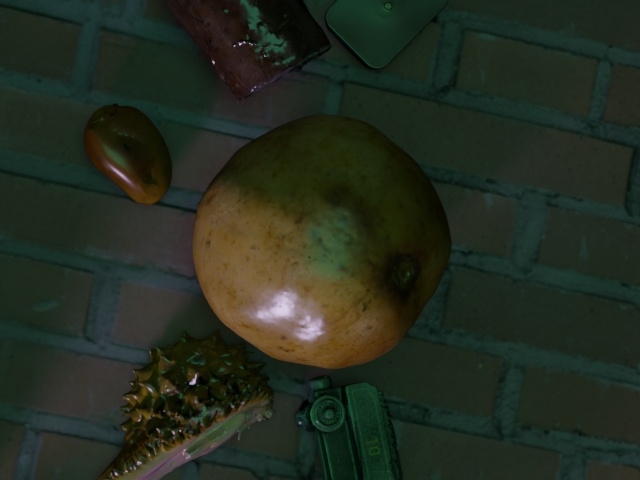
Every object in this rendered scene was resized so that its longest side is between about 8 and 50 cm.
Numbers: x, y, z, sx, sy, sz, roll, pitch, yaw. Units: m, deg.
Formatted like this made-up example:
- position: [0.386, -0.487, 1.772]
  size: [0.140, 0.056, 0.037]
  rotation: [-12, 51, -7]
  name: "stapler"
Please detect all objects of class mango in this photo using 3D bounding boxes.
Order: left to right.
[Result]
- position: [-0.201, -0.091, 1.767]
  size: [0.080, 0.060, 0.114]
  rotation: [-30, 87, -25]
  name: "mango"

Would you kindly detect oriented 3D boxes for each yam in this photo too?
- position: [-0.111, -0.277, 1.764]
  size: [0.131, 0.131, 0.280]
  rotation: [-35, 86, -10]
  name: "yam"

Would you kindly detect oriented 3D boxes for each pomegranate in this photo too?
- position: [0.000, 0.000, 1.699]
  size: [0.260, 0.260, 0.260]
  rotation: [1, 85, -8]
  name: "pomegranate"

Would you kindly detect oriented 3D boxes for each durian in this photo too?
- position: [-0.151, 0.185, 1.738]
  size: [0.224, 0.078, 0.140]
  rotation: [-44, 91, -11]
  name: "durian"

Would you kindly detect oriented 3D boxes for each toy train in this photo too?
- position: [0.034, 0.224, 1.768]
  size: [0.099, 0.070, 0.172]
  rotation: [-9, 85, -16]
  name: "toy train"

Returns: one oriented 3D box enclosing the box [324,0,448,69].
- position: [0.071, -0.252, 1.835]
  size: [0.091, 0.031, 0.126]
  rotation: [43, 80, -2]
  name: "box"
